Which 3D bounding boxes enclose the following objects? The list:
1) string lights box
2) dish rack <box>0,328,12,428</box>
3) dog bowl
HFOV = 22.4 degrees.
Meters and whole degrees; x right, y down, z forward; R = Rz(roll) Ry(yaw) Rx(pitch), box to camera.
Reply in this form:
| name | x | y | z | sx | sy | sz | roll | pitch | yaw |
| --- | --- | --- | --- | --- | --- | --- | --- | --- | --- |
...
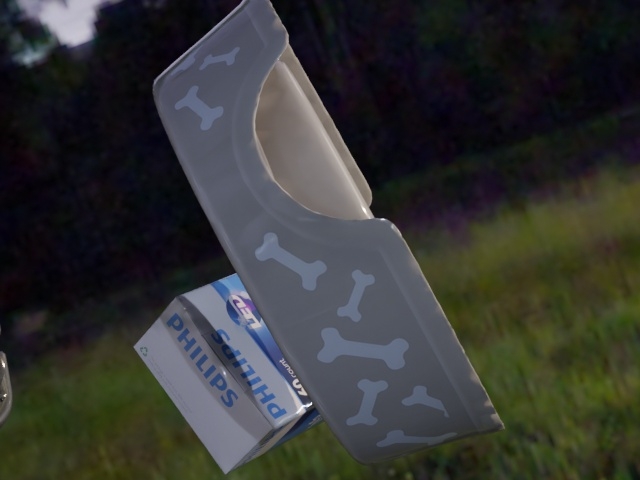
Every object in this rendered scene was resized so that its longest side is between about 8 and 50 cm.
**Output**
| name | x | y | z | sx | sy | sz | roll | pitch | yaw |
| --- | --- | --- | --- | --- | --- | --- | --- | --- | --- |
| string lights box | -0.017 | 0.083 | 1.363 | 0.260 | 0.133 | 0.077 | -21 | -20 | -50 |
| dish rack | -0.275 | 0.014 | 0.743 | 0.272 | 0.208 | 0.074 | -3 | -17 | -41 |
| dog bowl | 0.000 | 0.000 | 1.119 | 0.102 | 0.348 | 0.349 | -29 | 6 | 1 |
